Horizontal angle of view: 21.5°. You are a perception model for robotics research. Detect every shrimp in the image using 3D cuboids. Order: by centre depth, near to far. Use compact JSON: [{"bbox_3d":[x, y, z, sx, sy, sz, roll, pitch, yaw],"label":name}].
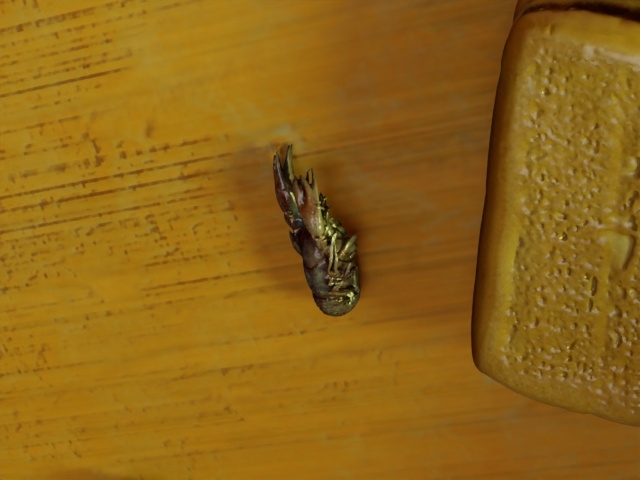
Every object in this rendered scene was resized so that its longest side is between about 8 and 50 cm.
[{"bbox_3d":[0.000,-0.001,0.823,0.029,0.038,0.092,-31,111,-14],"label":"shrimp"}]

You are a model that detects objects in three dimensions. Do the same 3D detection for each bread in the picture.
[{"bbox_3d":[0.130,-0.014,0.746,0.116,0.077,0.200,10,123,12],"label":"bread"}]
